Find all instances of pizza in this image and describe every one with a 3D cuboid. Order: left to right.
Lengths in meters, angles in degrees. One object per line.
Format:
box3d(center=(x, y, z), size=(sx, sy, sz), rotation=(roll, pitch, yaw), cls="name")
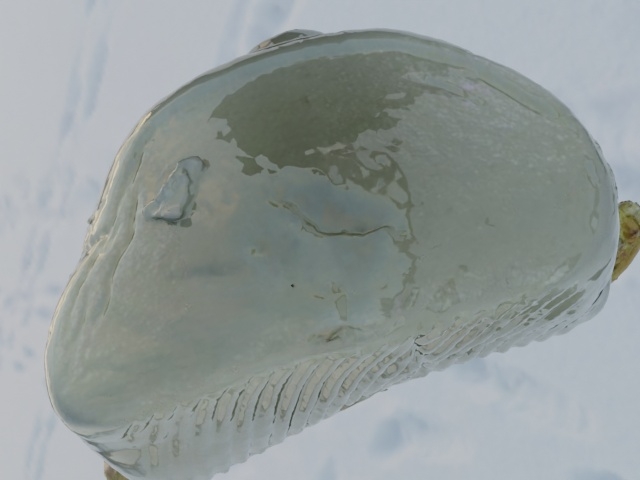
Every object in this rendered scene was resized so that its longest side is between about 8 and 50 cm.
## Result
box3d(center=(0.233, 0.011, 1.095), size=(0.123, 0.108, 0.026), rotation=(-58, 35, 24), cls="pizza")

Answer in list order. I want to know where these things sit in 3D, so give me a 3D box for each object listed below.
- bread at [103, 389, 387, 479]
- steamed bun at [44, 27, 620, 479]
box3d(center=(-0.081, 0.188, 1.362), size=(0.077, 0.367, 0.084), rotation=(47, -158, -44), cls="bread")
box3d(center=(-0.005, -0.002, 0.842), size=(0.247, 0.383, 0.236), rotation=(72, 177, -69), cls="steamed bun")
